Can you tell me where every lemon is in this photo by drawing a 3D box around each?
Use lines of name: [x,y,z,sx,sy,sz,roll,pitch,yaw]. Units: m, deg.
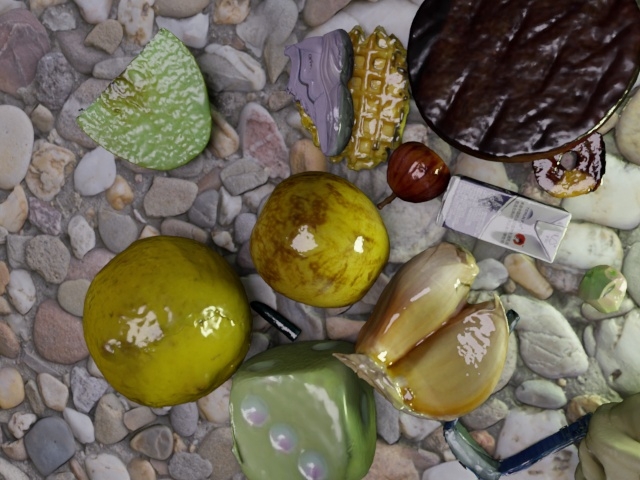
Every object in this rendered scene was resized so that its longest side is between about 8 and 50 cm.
lemon: [-0.322,0.157,1.244,0.349,0.350,0.387,-51,50,16]

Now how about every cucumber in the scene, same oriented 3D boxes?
cucumber: [-0.104,0.175,1.334,0.133,0.032,0.032,36,105,11]

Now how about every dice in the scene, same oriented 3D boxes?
dice: [-0.028,0.352,1.217,0.250,0.254,0.251,-9,92,15]

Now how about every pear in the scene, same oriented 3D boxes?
pear: [-0.341,-0.283,1.305,0.288,0.139,0.239,-41,99,13]
pear: [0.000,0.000,1.157,0.281,0.281,0.280,2,97,17]

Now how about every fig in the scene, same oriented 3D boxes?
fig: [0.187,-0.119,1.156,0.129,0.128,0.150,10,79,16]

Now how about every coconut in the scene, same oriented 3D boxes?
coconut: [0.526,0.086,1.109,0.081,0.082,0.083,40,150,-17]

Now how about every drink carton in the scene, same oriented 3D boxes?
drink carton: [0.342,-0.045,1.119,0.223,0.134,0.101,21,101,13]

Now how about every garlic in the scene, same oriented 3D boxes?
garlic: [0.208,0.176,1.138,0.313,0.249,0.286,-47,52,-8]

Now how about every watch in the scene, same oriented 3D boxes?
watch: [0.358,0.324,1.193,0.275,0.068,0.276,-38,84,17]

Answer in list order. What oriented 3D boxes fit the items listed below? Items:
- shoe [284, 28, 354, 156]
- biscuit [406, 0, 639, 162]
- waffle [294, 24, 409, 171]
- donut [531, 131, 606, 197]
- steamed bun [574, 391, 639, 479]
shoe: [-0.007,-0.285,1.163,0.138,0.095,0.244,0,89,23]
biscuit: [0.358,-0.339,1.080,0.408,0.091,0.406,-2,84,21]
waffle: [0.075,-0.291,1.208,0.262,0.060,0.280,-36,82,20]
donut: [0.463,-0.148,1.109,0.141,0.059,0.140,2,98,17]
steamed bun: [0.568,0.420,1.030,0.247,0.339,0.351,15,116,51]
